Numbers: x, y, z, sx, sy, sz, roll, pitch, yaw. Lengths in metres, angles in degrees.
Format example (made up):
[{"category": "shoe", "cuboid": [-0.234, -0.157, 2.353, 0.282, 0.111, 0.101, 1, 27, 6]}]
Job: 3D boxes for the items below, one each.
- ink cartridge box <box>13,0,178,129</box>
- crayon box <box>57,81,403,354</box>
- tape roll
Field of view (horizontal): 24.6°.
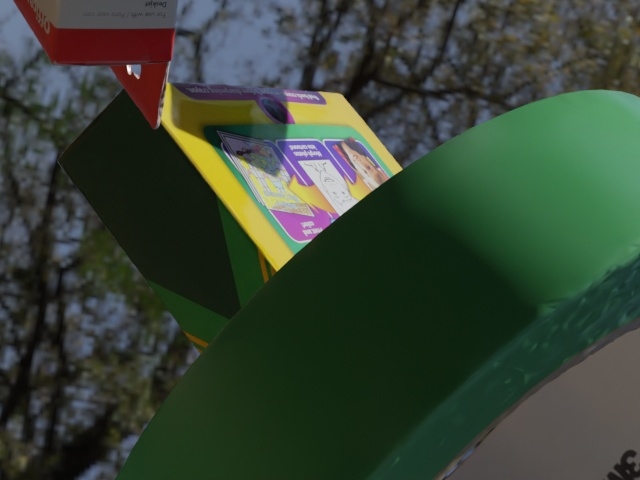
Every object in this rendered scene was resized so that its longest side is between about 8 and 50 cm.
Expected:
[{"category": "ink cartridge box", "cuboid": [-0.139, -0.195, 0.895, 0.134, 0.078, 0.231, -129, -139, -52]}, {"category": "crayon box", "cuboid": [-0.002, 0.017, 1.240, 0.106, 0.363, 0.313, -43, -106, 23]}, {"category": "tape roll", "cuboid": [0.056, 0.091, 0.597, 0.077, 0.321, 0.321, 46, -57, 28]}]
